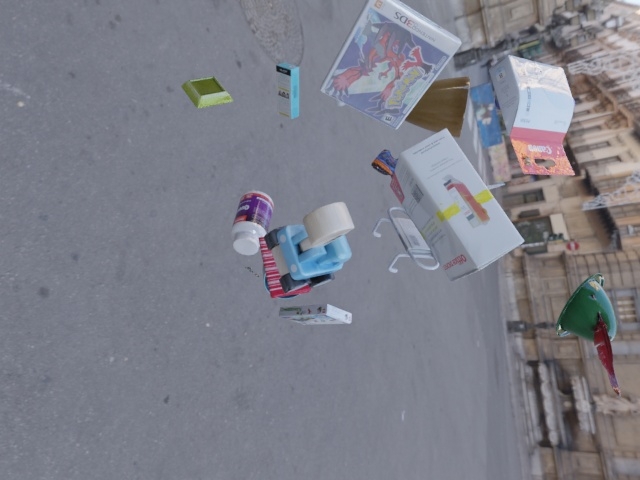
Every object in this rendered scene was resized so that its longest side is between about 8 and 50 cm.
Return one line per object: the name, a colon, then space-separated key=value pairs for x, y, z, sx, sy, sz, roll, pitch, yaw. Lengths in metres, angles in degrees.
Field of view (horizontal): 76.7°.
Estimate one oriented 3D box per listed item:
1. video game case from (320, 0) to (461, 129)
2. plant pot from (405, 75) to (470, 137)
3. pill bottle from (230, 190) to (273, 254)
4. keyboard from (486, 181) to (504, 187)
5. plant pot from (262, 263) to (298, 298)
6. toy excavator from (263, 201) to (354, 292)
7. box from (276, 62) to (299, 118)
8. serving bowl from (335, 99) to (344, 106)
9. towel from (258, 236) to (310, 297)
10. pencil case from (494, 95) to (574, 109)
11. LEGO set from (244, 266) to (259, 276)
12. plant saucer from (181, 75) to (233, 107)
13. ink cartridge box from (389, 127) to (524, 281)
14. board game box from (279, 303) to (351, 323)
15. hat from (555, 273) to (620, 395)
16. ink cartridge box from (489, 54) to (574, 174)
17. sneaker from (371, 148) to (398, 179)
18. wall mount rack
video game case: x=0.124 y=-0.324 z=0.754 sx=0.183 sy=0.201 sz=0.023 roll=21 pitch=46 yaw=-18
plant pot: x=0.459 y=-0.549 z=1.658 sx=0.237 sy=0.253 sz=0.238 roll=8 pitch=90 yaw=-76
pill bottle: x=-0.349 y=-0.089 z=2.060 sx=0.182 sy=0.181 sz=0.323 roll=54 pitch=30 yaw=-41
keyboard: x=0.559 y=-0.176 z=1.436 sx=0.256 sy=0.072 sz=0.014 roll=141 pitch=-65 yaw=-88
plant pot: x=-0.207 y=0.142 z=2.270 sx=0.272 sy=0.271 sz=0.255 roll=61 pitch=-1 yaw=-33
toy excavator: x=0.000 y=0.000 z=1.330 sx=0.432 sy=0.444 sz=0.223 roll=-5 pitch=70 yaw=-53
box: x=-0.161 y=-0.735 z=1.995 sx=0.060 sy=0.100 sz=0.245 roll=-37 pitch=145 yaw=-37
serving bowl: x=0.086 y=-0.481 z=1.357 sx=0.027 sy=0.083 sz=0.083 roll=45 pitch=30 yaw=4
towel: x=-0.153 y=0.106 z=1.770 sx=0.198 sy=0.031 sz=0.275 roll=-8 pitch=76 yaw=-27
pencil case: x=0.876 y=-0.563 z=1.655 sx=0.133 sy=0.305 sz=0.120 roll=110 pitch=-6 yaw=-73
LEGO set: x=-0.320 y=0.141 z=1.899 sx=0.024 sy=0.083 sz=0.054 roll=-59 pitch=174 yaw=-6
plant saucer: x=-0.542 y=-0.722 z=1.938 sx=0.188 sy=0.045 sz=0.188 roll=-23 pitch=62 yaw=-29
ink cartridge box: x=0.386 y=-0.091 z=1.221 sx=0.385 sy=0.160 sz=0.279 roll=61 pitch=-4 yaw=12
board game box: x=-0.027 y=0.362 z=1.965 sx=0.192 sy=0.305 sz=0.053 roll=30 pitch=59 yaw=-44
hat: x=0.680 y=0.210 z=0.939 sx=0.172 sy=0.183 sz=0.209 roll=14 pitch=106 yaw=-39
ink cartridge box: x=0.749 y=-0.416 z=1.365 sx=0.307 sy=0.091 sz=0.386 roll=-4 pitch=75 yaw=-30
sneaker: x=0.300 y=-0.267 z=1.530 sx=0.221 sy=0.083 sz=0.087 roll=29 pitch=88 yaw=-25
wall mount rack: x=0.372 y=0.025 z=1.567 sx=0.303 sy=0.131 sz=0.350 roll=6 pitch=40 yaw=-21
